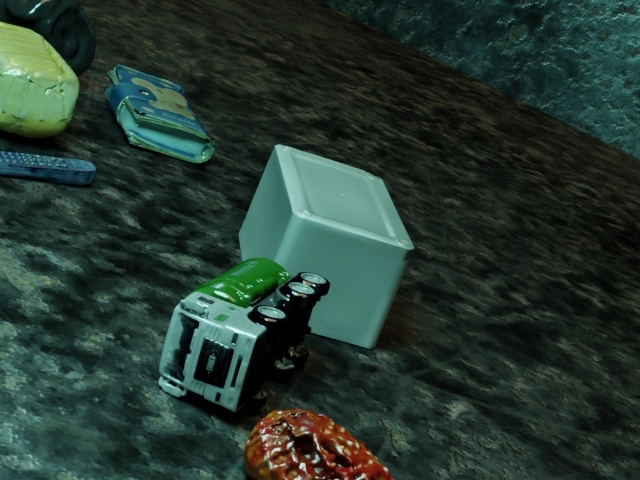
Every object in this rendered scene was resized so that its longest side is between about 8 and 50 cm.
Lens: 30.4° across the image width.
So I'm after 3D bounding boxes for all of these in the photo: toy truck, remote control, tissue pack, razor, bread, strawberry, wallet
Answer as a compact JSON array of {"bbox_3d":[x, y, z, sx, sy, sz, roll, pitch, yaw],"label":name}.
[{"bbox_3d":[-0.078,0.084,1.204,0.125,0.101,0.242,21,17,11],"label":"toy truck"},{"bbox_3d":[-0.354,-0.091,1.465,0.153,0.027,0.043,7,31,-32],"label":"remote control"},{"bbox_3d":[0.001,0.000,1.439,0.159,0.136,0.246,17,21,-14],"label":"tissue pack"},{"bbox_3d":[-0.499,-0.362,1.797,0.327,0.107,0.189,28,-21,23],"label":"razor"},{"bbox_3d":[-0.420,-0.220,1.603,0.140,0.106,0.236,6,25,-35],"label":"bread"},{"bbox_3d":[0.021,0.205,1.025,0.188,0.082,0.121,29,18,27],"label":"strawberry"},{"bbox_3d":[-0.249,-0.191,1.777,0.141,0.059,0.202,18,21,-29],"label":"wallet"}]
